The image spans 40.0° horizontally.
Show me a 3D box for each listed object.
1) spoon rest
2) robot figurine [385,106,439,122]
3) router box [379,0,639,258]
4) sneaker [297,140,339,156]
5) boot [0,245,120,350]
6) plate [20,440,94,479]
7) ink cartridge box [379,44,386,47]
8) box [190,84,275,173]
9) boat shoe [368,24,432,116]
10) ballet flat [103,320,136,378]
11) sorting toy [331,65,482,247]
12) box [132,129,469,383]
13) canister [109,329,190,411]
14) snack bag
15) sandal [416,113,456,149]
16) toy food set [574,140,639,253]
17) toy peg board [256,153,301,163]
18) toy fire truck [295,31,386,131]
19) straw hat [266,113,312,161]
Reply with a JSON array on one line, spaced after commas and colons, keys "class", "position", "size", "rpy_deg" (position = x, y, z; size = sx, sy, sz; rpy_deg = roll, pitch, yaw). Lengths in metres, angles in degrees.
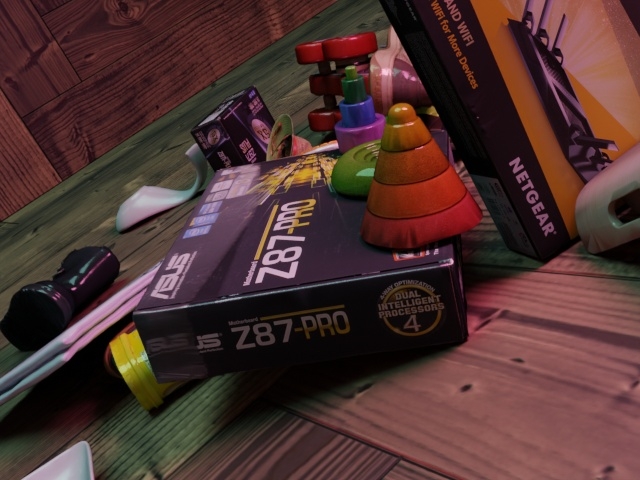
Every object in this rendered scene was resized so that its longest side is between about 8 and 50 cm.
[{"class": "spoon rest", "position": [-0.338, -0.097, 1.887], "size": [0.276, 0.084, 0.137], "rpy_deg": [-34, 13, 31]}, {"class": "robot figurine", "position": [0.148, -0.181, 1.378], "size": [0.101, 0.067, 0.115], "rpy_deg": [-11, 14, -19]}, {"class": "router box", "position": [0.233, -0.176, 0.875], "size": [0.242, 0.309, 0.081], "rpy_deg": [-33, 16, -9]}, {"class": "sneaker", "position": [-0.044, -0.053, 1.242], "size": [0.262, 0.121, 0.099], "rpy_deg": [-17, -3, 19]}, {"class": "boot", "position": [-0.420, 0.075, 1.478], "size": [0.207, 0.094, 0.246], "rpy_deg": [-48, 10, -37]}, {"class": "plate", "position": [-0.310, 0.327, 0.803], "size": [0.278, 0.045, 0.277], "rpy_deg": [-34, 20, -12]}, {"class": "ink cartridge box", "position": [0.248, -0.381, 1.624], "size": [0.165, 0.065, 0.332], "rpy_deg": [3, 8, -22]}, {"class": "box", "position": [-0.159, -0.204, 1.761], "size": [0.077, 0.147, 0.180], "rpy_deg": [-18, 21, 30]}, {"class": "boat shoe", "position": [0.163, -0.273, 1.361], "size": [0.123, 0.123, 0.342], "rpy_deg": [0, 22, 16]}, {"class": "ballet flat", "position": [-0.196, 0.095, 1.177], "size": [0.232, 0.080, 0.073], "rpy_deg": [-37, 9, -20]}, {"class": "sorting toy", "position": [0.067, -0.118, 0.953], "size": [0.127, 0.126, 0.365], "rpy_deg": [-14, 24, -3]}, {"class": "box", "position": [0.000, 0.000, 1.000], "size": [0.318, 0.097, 0.395], "rpy_deg": [-11, 24, 13]}, {"class": "canister", "position": [-0.160, 0.119, 1.065], "size": [0.169, 0.073, 0.126], "rpy_deg": [-32, 20, -10]}, {"class": "snack bag", "position": [-0.321, 0.120, 1.240], "size": [0.323, 0.037, 0.342], "rpy_deg": [-33, 6, 38]}, {"class": "sandal", "position": [0.174, -0.143, 1.276], "size": [0.219, 0.060, 0.090], "rpy_deg": [-3, 35, 25]}, {"class": "toy food set", "position": [0.380, -0.102, 0.761], "size": [0.306, 0.092, 0.220], "rpy_deg": [-37, -5, -9]}, {"class": "toy peg board", "position": [-0.028, -0.076, 1.391], "size": [0.160, 0.079, 0.161], "rpy_deg": [-10, 23, 7]}, {"class": "toy fire truck", "position": [0.109, -0.311, 1.655], "size": [0.253, 0.170, 0.302], "rpy_deg": [-17, 15, -21]}, {"class": "straw hat", "position": [-0.049, -0.164, 1.622], "size": [0.061, 0.145, 0.144], "rpy_deg": [9, 6, -22]}]
